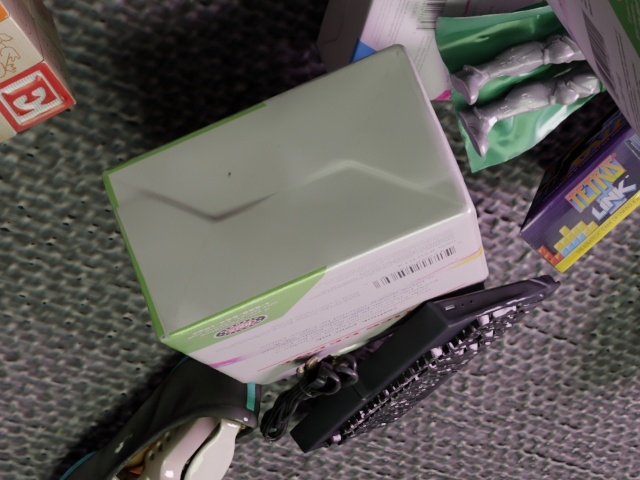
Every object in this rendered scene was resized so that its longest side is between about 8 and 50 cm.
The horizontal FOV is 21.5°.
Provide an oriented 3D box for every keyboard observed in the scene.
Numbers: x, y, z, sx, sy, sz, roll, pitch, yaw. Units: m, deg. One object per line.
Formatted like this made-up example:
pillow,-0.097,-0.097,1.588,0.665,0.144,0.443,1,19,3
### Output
keyboard,0.047,0.113,1.332,0.201,0.033,0.317,-12,161,-25

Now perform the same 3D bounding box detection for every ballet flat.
ballet flat,-0.144,0.196,1.395,0.095,0.096,0.280,15,129,-37

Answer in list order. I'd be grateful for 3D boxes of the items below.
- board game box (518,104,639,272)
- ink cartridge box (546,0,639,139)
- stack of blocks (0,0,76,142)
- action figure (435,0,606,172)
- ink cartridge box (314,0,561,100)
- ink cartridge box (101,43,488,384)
board game box,0.228,-0.068,1.230,0.048,0.141,0.170,44,115,-2
ink cartridge box,0.181,-0.196,0.956,0.117,0.278,0.201,-25,140,0
stack of blocks,-0.285,-0.155,0.944,0.171,0.087,0.297,-26,140,6
action figure,0.199,-0.131,1.112,0.232,0.063,0.137,-23,138,-5
ink cartridge box,0.099,-0.152,1.135,0.181,0.061,0.104,-2,137,-22
ink cartridge box,0.000,0.000,1.160,0.207,0.119,0.353,-23,168,3
